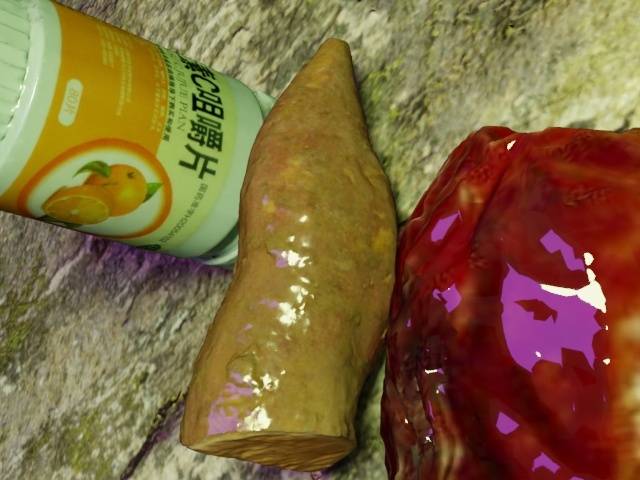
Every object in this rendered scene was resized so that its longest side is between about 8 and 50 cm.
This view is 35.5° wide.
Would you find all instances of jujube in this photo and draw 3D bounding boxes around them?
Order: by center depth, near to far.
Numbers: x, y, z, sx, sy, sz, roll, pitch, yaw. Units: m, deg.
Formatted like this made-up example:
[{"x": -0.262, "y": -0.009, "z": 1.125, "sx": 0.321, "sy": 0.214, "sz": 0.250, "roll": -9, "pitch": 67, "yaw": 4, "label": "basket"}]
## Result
[{"x": 0.125, "y": 0.118, "z": 0.486, "sx": 0.216, "sy": 0.216, "sz": 0.342, "roll": 3, "pitch": 85, "yaw": 49, "label": "jujube"}]

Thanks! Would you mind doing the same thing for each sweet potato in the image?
[{"x": -0.001, "y": -0.001, "z": 0.720, "sx": 0.131, "sy": 0.131, "sz": 0.336, "roll": -9, "pitch": 60, "yaw": 47, "label": "sweet potato"}]

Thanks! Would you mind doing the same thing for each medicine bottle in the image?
[{"x": -0.160, "y": -0.080, "z": 0.770, "sx": 0.158, "sy": 0.318, "sz": 0.158, "roll": -21, "pitch": 62, "yaw": 44, "label": "medicine bottle"}]
